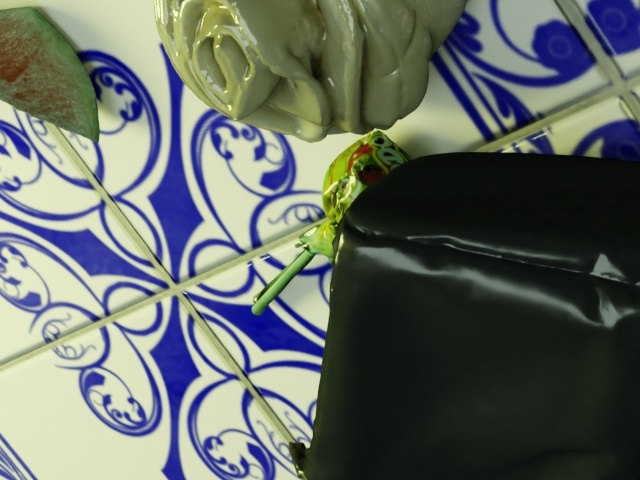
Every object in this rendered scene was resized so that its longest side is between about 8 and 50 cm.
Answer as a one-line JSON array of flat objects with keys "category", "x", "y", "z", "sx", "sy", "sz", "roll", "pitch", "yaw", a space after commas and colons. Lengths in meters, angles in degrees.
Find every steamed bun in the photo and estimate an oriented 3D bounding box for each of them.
[{"category": "steamed bun", "x": -0.024, "y": -0.157, "z": 1.023, "sx": 0.218, "sy": 0.144, "sz": 0.211, "roll": 28, "pitch": 134, "yaw": 13}]

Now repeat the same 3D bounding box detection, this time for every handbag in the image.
[{"category": "handbag", "x": 0.126, "y": 0.067, "z": 1.074, "sx": 0.275, "sy": 0.178, "sz": 0.302, "roll": 12, "pitch": 132, "yaw": 8}]

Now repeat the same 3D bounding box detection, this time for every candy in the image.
[{"category": "candy", "x": 0.001, "y": 0.003, "z": 1.196, "sx": 0.077, "sy": 0.073, "sz": 0.262, "roll": 25, "pitch": 145, "yaw": -14}]

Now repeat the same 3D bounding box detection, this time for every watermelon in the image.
[{"category": "watermelon", "x": -0.253, "y": -0.144, "z": 1.240, "sx": 0.180, "sy": 0.094, "sz": 0.081, "roll": 25, "pitch": 132, "yaw": -4}]
